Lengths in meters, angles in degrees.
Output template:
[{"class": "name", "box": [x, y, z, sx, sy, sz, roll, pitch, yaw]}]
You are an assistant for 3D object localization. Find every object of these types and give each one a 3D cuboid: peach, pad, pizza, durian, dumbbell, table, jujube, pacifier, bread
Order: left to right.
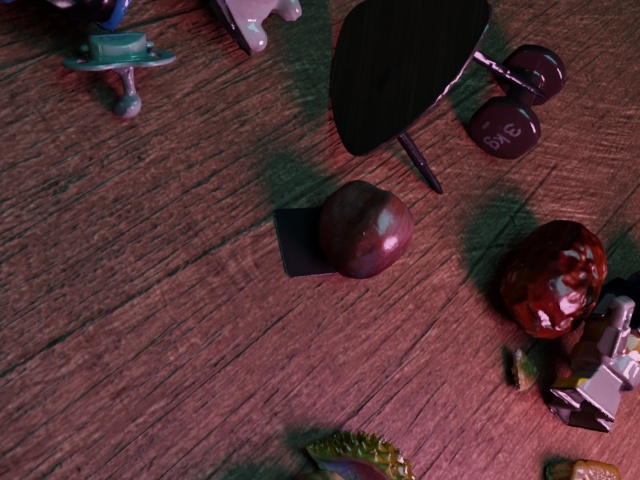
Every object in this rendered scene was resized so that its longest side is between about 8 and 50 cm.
[{"class": "pacifier", "box": [-0.275, -0.228, 1.061, 0.150, 0.127, 0.116, -13, 118, -22]}, {"class": "pad", "box": [0.000, 0.000, 1.223, 0.157, 0.003, 0.112, -4, 75, -37]}, {"class": "peach", "box": [0.065, -0.009, 1.198, 0.152, 0.152, 0.152, 13, 66, -32]}, {"class": "durian", "box": [0.074, 0.355, 1.098, 0.132, 0.165, 0.182, -30, 64, 0]}, {"class": "table", "box": [0.214, -0.259, 1.317, 0.249, 0.317, 0.317, 27, 59, -43]}, {"class": "dumbbell", "box": [0.391, -0.275, 1.521, 0.124, 0.140, 0.225, 38, 56, -7]}, {"class": "pizza", "box": [0.362, 0.230, 1.388, 0.083, 0.025, 0.078, -20, 90, -46]}, {"class": "jujube", "box": [0.427, 0.069, 1.407, 0.174, 0.174, 0.250, 49, 46, -12]}, {"class": "bread", "box": [0.466, 0.452, 1.356, 0.140, 0.069, 0.127, 14, 67, -31]}]

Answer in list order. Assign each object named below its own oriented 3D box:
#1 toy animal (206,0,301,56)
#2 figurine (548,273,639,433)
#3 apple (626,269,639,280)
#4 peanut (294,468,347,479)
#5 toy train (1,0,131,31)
[{"class": "toy animal", "box": [-0.078, -0.445, 1.183, 0.289, 0.249, 0.174, -24, 57, -22]}, {"class": "figurine", "box": [0.526, 0.199, 1.392, 0.143, 0.308, 0.308, 35, 52, 11]}, {"class": "apple", "box": [0.718, 0.164, 1.558, 0.230, 0.230, 0.230, 13, 66, -32]}, {"class": "peanut", "box": [-0.003, 0.455, 0.962, 0.140, 0.153, 0.325, 20, 56, -24]}, {"class": "toy train", "box": [-0.307, -0.443, 0.979, 0.188, 0.265, 0.300, 10, 52, -32]}]
